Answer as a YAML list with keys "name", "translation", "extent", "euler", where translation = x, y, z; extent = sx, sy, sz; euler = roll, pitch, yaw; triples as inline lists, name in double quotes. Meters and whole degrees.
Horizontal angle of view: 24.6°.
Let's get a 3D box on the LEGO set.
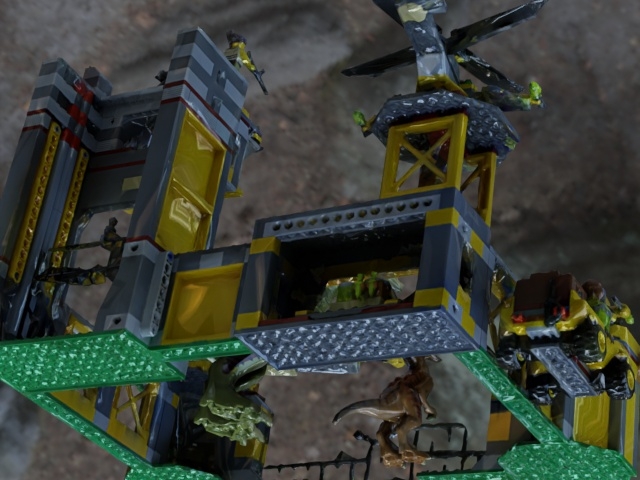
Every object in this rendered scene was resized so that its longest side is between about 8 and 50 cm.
- name: "LEGO set"
  translation: [0.000, 0.000, 0.713]
  extent: [0.255, 0.331, 0.192]
  euler: [38, 51, -41]
